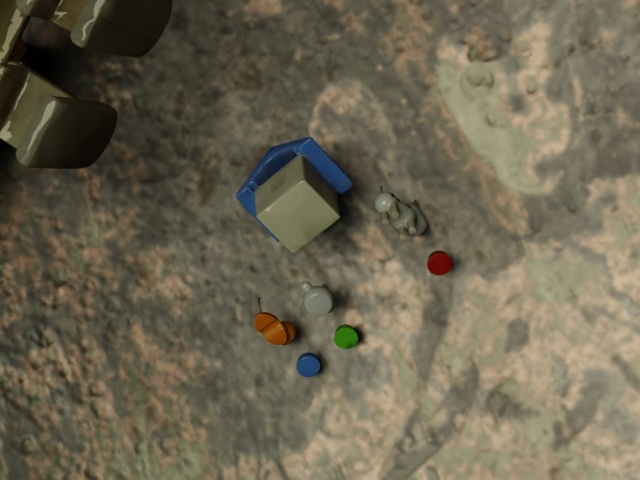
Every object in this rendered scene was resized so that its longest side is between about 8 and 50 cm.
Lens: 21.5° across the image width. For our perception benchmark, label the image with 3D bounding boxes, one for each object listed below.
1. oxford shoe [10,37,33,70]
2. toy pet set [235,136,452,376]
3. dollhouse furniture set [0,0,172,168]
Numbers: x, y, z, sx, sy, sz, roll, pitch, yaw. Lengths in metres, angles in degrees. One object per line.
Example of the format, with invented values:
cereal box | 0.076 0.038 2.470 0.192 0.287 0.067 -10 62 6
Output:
oxford shoe | -0.299 0.017 1.110 0.133 0.130 0.364 43 94 -20
toy pet set | 0.000 0.000 1.045 0.122 0.065 0.114 -38 114 15
dollhouse furniture set | -0.176 -0.190 1.019 0.212 0.161 0.242 30 100 14
